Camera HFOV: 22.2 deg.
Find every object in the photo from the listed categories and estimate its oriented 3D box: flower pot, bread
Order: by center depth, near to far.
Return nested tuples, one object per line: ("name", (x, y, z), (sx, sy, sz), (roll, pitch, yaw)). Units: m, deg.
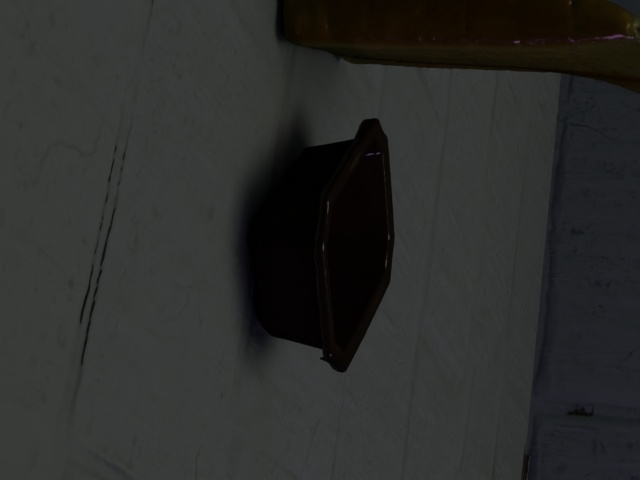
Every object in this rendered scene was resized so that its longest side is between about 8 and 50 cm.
("flower pot", (0.000, 0.000, 1.512), (0.251, 0.084, 0.178), (-59, 147, -61))
("bread", (0.164, -0.270, 1.545), (0.233, 0.362, 0.244), (-1, 96, -73))
